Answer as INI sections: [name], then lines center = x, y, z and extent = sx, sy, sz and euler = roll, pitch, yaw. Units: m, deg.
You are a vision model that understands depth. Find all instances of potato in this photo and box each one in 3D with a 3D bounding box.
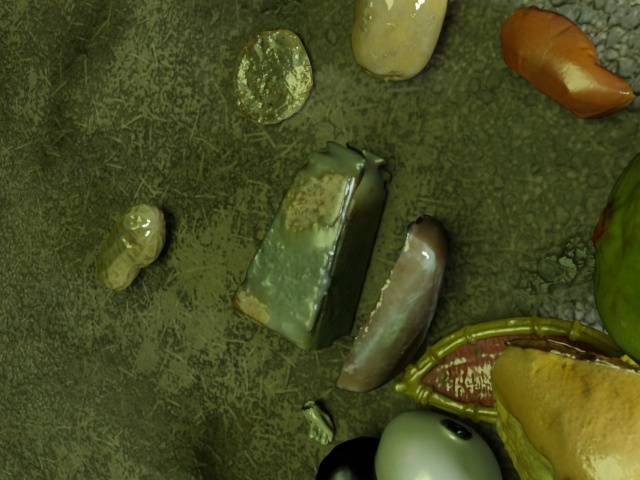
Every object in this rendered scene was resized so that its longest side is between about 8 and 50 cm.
[potato]
center = 0.103, -0.297, 0.920
extent = 0.109, 0.118, 0.178
euler = -119, 38, -55

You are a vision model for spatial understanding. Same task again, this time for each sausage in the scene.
[sausage]
center = 0.287, -0.206, 0.820
extent = 0.089, 0.089, 0.179
euler = -50, 62, 23

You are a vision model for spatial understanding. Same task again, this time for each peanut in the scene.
[peanut]
center = -0.333, 0.014, 1.223
extent = 0.093, 0.083, 0.194
euler = 31, 118, -10

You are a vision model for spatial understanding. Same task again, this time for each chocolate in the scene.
[chocolate]
center = 0.109, 0.094, 0.916
extent = 0.083, 0.161, 0.262
euler = 27, 111, 9

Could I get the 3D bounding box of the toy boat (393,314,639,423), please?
[toy boat]
center = 0.247, 0.165, 0.854
extent = 0.317, 0.099, 0.141
euler = -9, 84, 35

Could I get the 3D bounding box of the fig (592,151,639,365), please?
[fig]
center = 0.431, 0.013, 0.653
extent = 0.326, 0.258, 0.258
euler = 1, 93, 14

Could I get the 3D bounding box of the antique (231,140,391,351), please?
[antique]
center = 0.000, 0.000, 0.985
extent = 0.150, 0.125, 0.284
euler = 29, 107, 27

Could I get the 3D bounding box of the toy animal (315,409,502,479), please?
[toy animal]
center = 0.121, 0.324, 0.899
extent = 0.235, 0.165, 0.187
euler = -33, 81, 26

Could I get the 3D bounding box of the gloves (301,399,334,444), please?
[gloves]
center = -0.004, 0.271, 1.048
extent = 0.044, 0.037, 0.081
euler = 2, 112, 67

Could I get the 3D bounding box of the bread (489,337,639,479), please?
[bread]
center = 0.289, 0.208, 0.683
extent = 0.261, 0.163, 0.204
euler = 11, 141, 26

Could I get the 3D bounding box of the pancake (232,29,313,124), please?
[pancake]
center = -0.075, -0.253, 1.081
extent = 0.151, 0.025, 0.152
euler = 1, 91, 32
